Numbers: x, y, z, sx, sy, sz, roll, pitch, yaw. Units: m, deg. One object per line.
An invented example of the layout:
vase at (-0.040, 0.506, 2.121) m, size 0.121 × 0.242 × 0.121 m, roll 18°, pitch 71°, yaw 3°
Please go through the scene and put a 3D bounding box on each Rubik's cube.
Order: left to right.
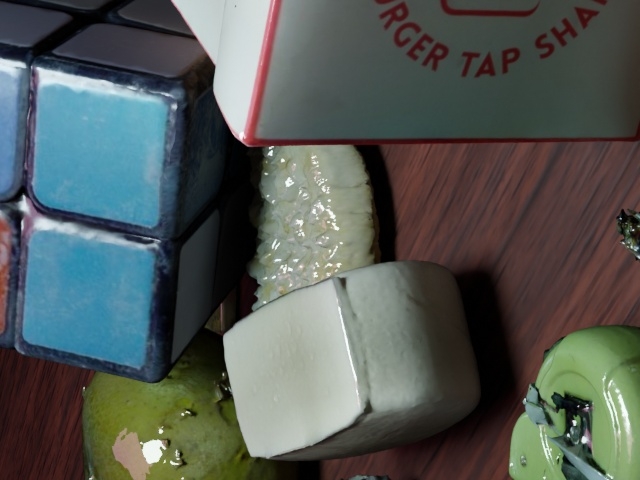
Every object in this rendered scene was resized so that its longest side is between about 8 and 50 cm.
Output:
Rubik's cube at (-0.238, -0.080, 1.865) m, size 0.313 × 0.316 × 0.318 m, roll -55°, pitch -26°, yaw -65°

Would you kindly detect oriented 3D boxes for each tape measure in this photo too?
tape measure at (0.206, 0.137, 1.334) m, size 0.177 × 0.087 × 0.154 m, roll 28°, pitch 118°, yaw 59°

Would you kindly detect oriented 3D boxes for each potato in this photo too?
potato at (-0.135, 0.273, 1.940) m, size 0.269 × 0.219 × 0.359 m, roll -122°, pitch 29°, yaw -61°

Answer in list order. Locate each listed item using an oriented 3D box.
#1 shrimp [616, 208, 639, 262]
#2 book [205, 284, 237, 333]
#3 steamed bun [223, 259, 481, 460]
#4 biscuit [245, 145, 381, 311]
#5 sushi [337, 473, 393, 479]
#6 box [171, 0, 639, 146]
shrimp at (0.243, 0.031, 1.292) m, size 0.161 × 0.034 × 0.091 m, roll -126°, pitch 31°, yaw -57°
book at (-0.147, 0.015, 2.147) m, size 0.228 × 0.024 × 0.160 m, roll -166°, pitch 77°, yaw -65°
steamed bun at (0.039, 0.105, 1.594) m, size 0.242 × 0.164 × 0.146 m, roll -30°, pitch 68°, yaw 56°
biscuit at (0.000, 0.000, 1.766) m, size 0.179 × 0.084 × 0.281 m, roll 6°, pitch 101°, yaw 60°
sushi at (0.054, 0.316, 1.645) m, size 0.212 × 0.147 × 0.115 m, roll -94°, pitch 12°, yaw -45°
box at (0.070, -0.268, 1.308) m, size 0.300 × 0.314 × 0.312 m, roll -123°, pitch 38°, yaw -51°
